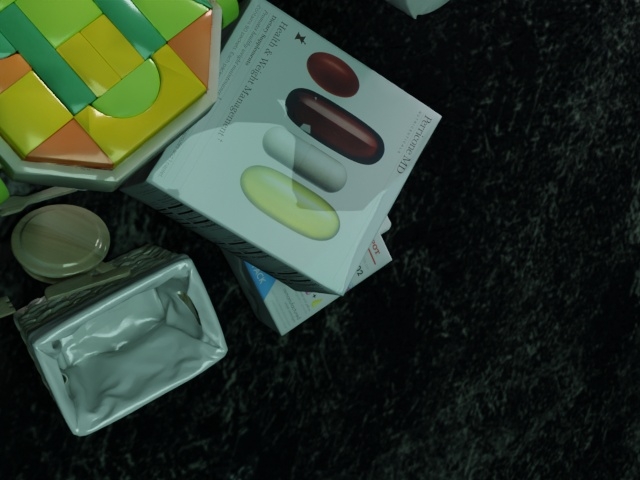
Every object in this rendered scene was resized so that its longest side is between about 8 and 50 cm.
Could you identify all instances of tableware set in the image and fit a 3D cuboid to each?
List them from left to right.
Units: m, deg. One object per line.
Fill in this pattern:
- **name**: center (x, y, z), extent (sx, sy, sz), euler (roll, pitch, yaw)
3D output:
- **tableware set**: center (-0.281, 0.025, 1.140), extent (0.194, 0.128, 0.039), euler (-19, 143, -24)

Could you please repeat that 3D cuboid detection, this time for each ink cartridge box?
- **ink cartridge box**: center (0.000, 0.000, 1.314), extent (0.181, 0.062, 0.104), euler (-34, 118, -17)

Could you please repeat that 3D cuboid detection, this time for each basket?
- **basket**: center (-0.192, 0.086, 1.205), extent (0.167, 0.103, 0.113), euler (-29, 117, -21)

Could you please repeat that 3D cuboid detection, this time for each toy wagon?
- **toy wagon**: center (-0.241, -0.202, 1.024), extent (0.267, 0.068, 0.344), euler (-42, 94, -20)

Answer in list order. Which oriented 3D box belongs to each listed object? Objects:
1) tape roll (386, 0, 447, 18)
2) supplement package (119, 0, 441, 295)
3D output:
- **tape roll**: center (0.079, -0.345, 1.126), extent (0.246, 0.169, 0.246), euler (-50, 165, -18)
- **supplement package**: center (-0.039, -0.081, 1.176), extent (0.203, 0.149, 0.194), euler (31, 81, -15)
